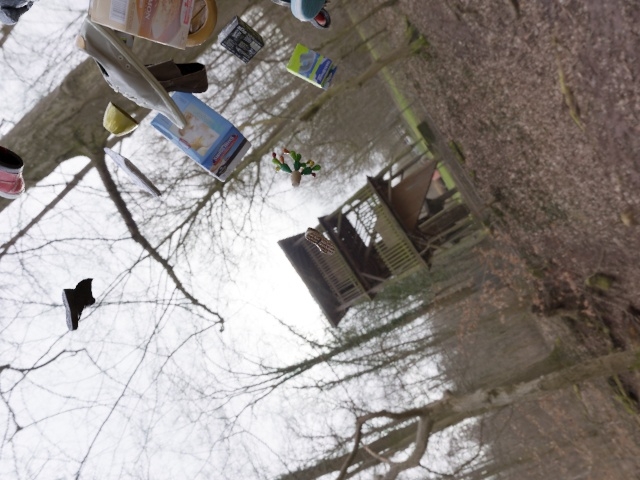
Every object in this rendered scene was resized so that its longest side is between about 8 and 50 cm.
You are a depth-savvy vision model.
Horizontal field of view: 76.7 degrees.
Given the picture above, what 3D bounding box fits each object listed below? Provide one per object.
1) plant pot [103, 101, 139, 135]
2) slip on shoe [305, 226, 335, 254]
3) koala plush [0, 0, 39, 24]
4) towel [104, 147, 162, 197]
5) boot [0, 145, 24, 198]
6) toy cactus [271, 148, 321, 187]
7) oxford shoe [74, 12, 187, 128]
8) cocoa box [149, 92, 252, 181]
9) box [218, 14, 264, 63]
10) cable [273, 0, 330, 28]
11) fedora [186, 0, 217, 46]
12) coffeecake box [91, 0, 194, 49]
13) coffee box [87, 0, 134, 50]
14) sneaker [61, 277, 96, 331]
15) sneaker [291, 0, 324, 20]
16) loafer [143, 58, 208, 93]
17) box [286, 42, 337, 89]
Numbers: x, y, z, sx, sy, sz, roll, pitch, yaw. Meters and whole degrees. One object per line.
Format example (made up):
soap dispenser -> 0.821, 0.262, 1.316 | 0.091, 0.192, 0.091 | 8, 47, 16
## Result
plant pot -> -0.842, -0.492, 1.682 | 0.134, 0.095, 0.134 | 41, -178, -2
slip on shoe -> 0.000, 0.000, 1.418 | 0.135, 0.051, 0.041 | 33, -149, -27
koala plush -> -1.127, -0.935, 1.471 | 0.221, 0.203, 0.196 | 15, 149, 46
towel -> -0.773, -0.279, 1.660 | 0.285, 0.034, 0.209 | 26, 158, 44
boot -> -0.954, -0.228, 1.115 | 0.244, 0.176, 0.088 | 23, -130, -21
toy cactus -> -0.111, -0.304, 1.762 | 0.219, 0.112, 0.180 | 15, -126, -18
oxford shoe -> -0.626, -0.531, 1.363 | 0.169, 0.130, 0.449 | 39, 174, 35
cocoa box -> -0.538, -0.479, 1.837 | 0.347, 0.231, 0.228 | 38, 178, 15
box -> -0.403, -1.020, 2.061 | 0.180, 0.147, 0.077 | 20, -135, -48
cable -> -0.068, -0.764, 1.323 | 0.287, 0.072, 0.139 | -19, -77, -37
fedora -> -0.403, -0.700, 1.248 | 0.194, 0.194, 0.079 | 49, -159, -18
coffeecake box -> -0.299, -0.430, 0.708 | 0.068, 0.142, 0.185 | 21, -160, 5
coffee box -> -0.735, -0.804, 1.436 | 0.141, 0.246, 0.098 | 36, -149, 10
sneaker -> -0.710, 0.188, 1.204 | 0.089, 0.051, 0.170 | 3, -132, -48
sneaker -> -0.085, -0.841, 1.279 | 0.127, 0.208, 0.319 | 18, -98, -60
loafer -> -0.627, -0.682, 1.636 | 0.366, 0.130, 0.134 | -18, -117, -37
box -> -0.033, -0.691, 1.614 | 0.178, 0.109, 0.042 | 28, -174, 3
